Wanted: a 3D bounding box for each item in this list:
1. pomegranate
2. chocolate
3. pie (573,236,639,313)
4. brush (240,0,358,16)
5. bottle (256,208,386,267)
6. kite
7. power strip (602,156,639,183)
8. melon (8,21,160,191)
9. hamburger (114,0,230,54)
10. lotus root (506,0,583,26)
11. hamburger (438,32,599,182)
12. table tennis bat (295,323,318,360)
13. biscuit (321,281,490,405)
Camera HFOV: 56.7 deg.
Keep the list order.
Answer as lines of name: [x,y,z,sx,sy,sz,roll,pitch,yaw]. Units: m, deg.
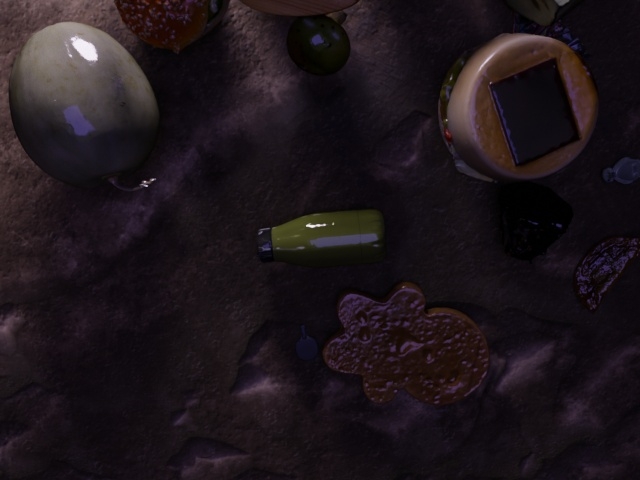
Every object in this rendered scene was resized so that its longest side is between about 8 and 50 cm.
pomegranate: [-0.002,-0.381,1.139,0.130,0.130,0.130,0,100,1]
chocolate: [0.415,-0.023,1.204,0.156,0.156,0.133,10,127,-1]
pie: [0.598,0.053,1.247,0.088,0.033,0.191,38,100,10]
brush: [-0.042,-0.510,1.068,0.266,0.166,0.174,18,145,-6]
bottle: [0.000,0.000,1.203,0.259,0.112,0.112,-5,100,2]
kite: [0.443,-0.427,1.175,0.232,0.009,0.189,42,98,-6]
power strip: [0.621,-0.140,1.211,0.083,0.035,0.055,-12,100,0]
melon: [-0.431,-0.242,1.098,0.271,0.272,0.308,1,83,1]
hamburger: [-0.280,-0.474,1.107,0.236,0.147,0.237,1,99,4]
lotus root: [0.435,-0.569,1.088,0.260,0.149,0.267,-40,78,2]
hamburger: [0.372,-0.251,1.128,0.301,0.170,0.302,-1,101,-4]
table tennis bat: [-0.032,0.223,1.295,0.050,0.007,0.083,-10,101,3]
biscuit: [0.186,0.227,1.271,0.354,0.052,0.275,12,100,-3]
